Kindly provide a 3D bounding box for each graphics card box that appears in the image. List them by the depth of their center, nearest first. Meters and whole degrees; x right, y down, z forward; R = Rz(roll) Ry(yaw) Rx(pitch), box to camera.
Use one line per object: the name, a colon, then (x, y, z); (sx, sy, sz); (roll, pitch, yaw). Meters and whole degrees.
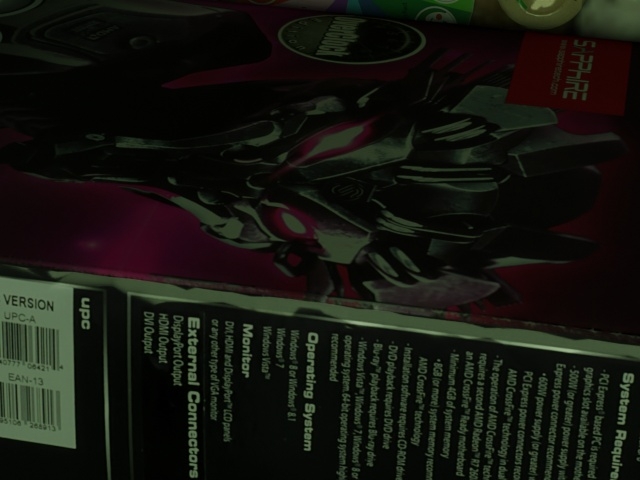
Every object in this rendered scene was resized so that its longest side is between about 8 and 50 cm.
graphics card box: (0.000, 0.000, 0.616); (0.371, 0.233, 0.094); (6, 119, 10)

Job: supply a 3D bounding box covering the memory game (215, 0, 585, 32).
memory game: (0.013, -0.102, 0.704); (0.186, 0.012, 0.186); (5, 115, 10)
